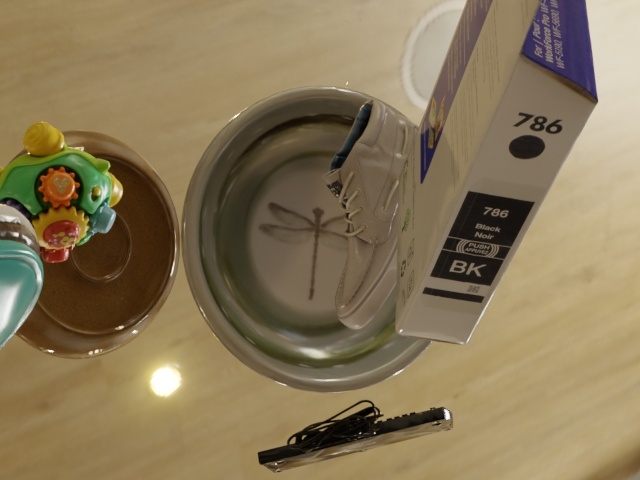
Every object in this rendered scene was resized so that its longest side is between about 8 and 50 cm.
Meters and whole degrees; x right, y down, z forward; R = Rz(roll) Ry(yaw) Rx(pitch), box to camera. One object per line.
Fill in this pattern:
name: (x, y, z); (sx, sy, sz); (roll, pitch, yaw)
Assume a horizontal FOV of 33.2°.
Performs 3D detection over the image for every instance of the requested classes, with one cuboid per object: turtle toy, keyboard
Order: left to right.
turtle toy: (-0.201, -0.017, 0.760); (0.130, 0.066, 0.095); (-33, -37, 11)
keyboard: (0.033, 0.182, 1.045); (0.192, 0.038, 0.100); (-15, -21, 2)

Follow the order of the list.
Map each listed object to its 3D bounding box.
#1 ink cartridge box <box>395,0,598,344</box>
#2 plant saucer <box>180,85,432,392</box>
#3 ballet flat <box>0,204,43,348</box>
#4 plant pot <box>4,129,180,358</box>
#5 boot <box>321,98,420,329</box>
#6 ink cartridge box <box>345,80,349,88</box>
ink cartridge box: (0.118, -0.086, 0.730); (0.065, 0.165, 0.333); (9, -38, -5)
plant saucer: (0.000, 0.000, 1.430); (0.400, 0.100, 0.401); (2, -96, -21)
ballet flat: (-0.302, 0.089, 0.443); (0.400, 0.139, 0.139); (-44, -45, -28)
plant pot: (-0.232, 0.005, 1.095); (0.236, 0.032, 0.236); (-2, -87, -45)
boot: (0.046, -0.035, 1.250); (0.123, 0.095, 0.258); (30, -109, -22)
ink cartridge box: (0.038, -0.123, 1.622); (0.062, 0.109, 0.209); (17, -64, 0)
